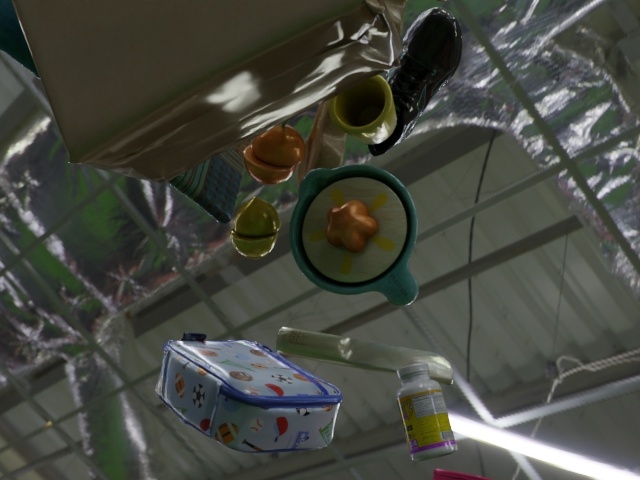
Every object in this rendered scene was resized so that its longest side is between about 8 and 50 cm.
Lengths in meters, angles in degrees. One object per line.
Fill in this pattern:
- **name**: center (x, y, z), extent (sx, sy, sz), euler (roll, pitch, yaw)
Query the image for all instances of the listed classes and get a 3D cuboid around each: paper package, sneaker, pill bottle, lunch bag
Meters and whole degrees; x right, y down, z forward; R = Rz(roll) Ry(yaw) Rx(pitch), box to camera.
- **paper package**: center (-0.127, -0.259, 0.718), extent (0.309, 0.168, 0.325), euler (-25, -101, 11)
- **sneaker**: center (0.149, -0.247, 1.227), extent (0.101, 0.106, 0.267), euler (28, -52, 4)
- **pill bottle**: center (0.095, 0.157, 0.693), extent (0.043, 0.043, 0.083), euler (-29, -115, 37)
- **lunch bag**: center (-0.120, 0.245, 1.252), extent (0.303, 0.243, 0.115), euler (22, -78, 51)

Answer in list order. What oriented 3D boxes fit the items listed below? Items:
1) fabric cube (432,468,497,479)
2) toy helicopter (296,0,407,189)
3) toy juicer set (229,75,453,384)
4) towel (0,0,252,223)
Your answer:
- **fabric cube**: center (0.270, 0.463, 0.967), extent (0.254, 0.258, 0.259), euler (5, -22, 28)
- **toy helicopter**: center (0.033, -0.229, 0.905), extent (0.140, 0.235, 0.355), euler (15, -82, -20)
- **toy juicer set**: center (0.000, 0.000, 0.773), extent (0.209, 0.089, 0.329), euler (-14, -107, 15)
- **towel**: center (-0.234, -0.206, 0.939), extent (0.040, 0.271, 0.370), euler (-35, -63, 27)
